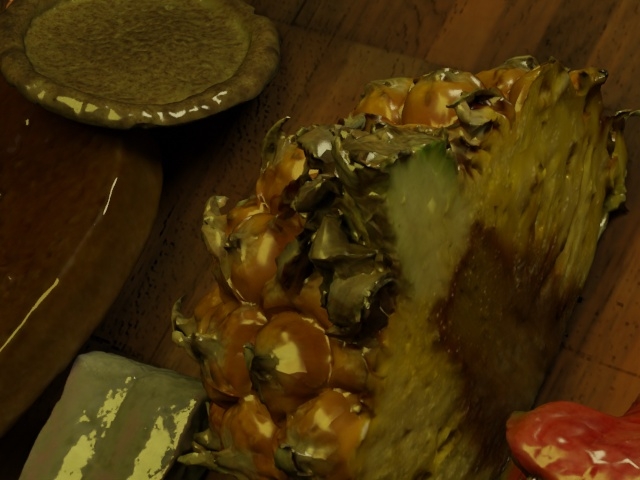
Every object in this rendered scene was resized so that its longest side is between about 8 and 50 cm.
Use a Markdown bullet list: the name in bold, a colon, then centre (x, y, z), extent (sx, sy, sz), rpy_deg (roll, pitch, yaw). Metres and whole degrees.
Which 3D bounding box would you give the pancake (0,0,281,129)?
- **pancake**: centre (-0.119, -0.130, 1.257), extent (0.199, 0.021, 0.199), rpy_deg (4, 37, -3)

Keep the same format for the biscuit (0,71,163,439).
- **biscuit**: centre (-0.281, 0.028, 1.271), extent (0.394, 0.070, 0.350), rpy_deg (-45, 45, -5)

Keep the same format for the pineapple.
- **pineapple**: centre (-0.001, -0.002, 1.022), extent (0.209, 0.286, 0.344), rpy_deg (16, 69, 31)

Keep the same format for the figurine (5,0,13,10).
- **figurine**: centre (-0.237, -0.157, 1.369), extent (0.109, 0.064, 0.047), rpy_deg (-11, 36, 9)

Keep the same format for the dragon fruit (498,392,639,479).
- **dragon fruit**: centre (0.172, 0.192, 0.851), extent (0.305, 0.226, 0.305), rpy_deg (-13, 55, 18)

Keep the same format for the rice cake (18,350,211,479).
- **rice cake**: centre (-0.154, 0.204, 1.122), extent (0.106, 0.050, 0.298), rpy_deg (13, 69, 31)
